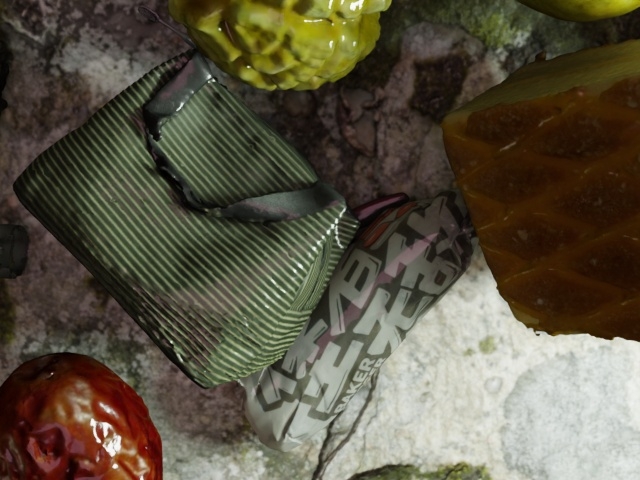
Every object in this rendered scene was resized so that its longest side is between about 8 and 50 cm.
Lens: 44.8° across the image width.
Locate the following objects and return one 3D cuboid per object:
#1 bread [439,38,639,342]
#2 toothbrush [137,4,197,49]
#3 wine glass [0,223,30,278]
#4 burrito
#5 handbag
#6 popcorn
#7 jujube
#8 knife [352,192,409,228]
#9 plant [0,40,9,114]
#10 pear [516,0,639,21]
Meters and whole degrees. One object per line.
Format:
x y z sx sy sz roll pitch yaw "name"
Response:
0.312 -0.057 0.821 0.207 0.279 0.279 -36 113 -39 "bread"
-0.149 -0.235 0.941 0.167 0.014 0.011 33 114 -7 "toothbrush"
-0.444 0.008 0.948 0.156 0.072 0.072 7 99 -2 "wine glass"
0.060 0.073 0.954 0.139 0.101 0.445 41 97 -10 "burrito"
-0.123 -0.033 0.855 0.341 0.247 0.240 45 95 6 "handbag"
-0.035 -0.290 0.802 0.224 0.270 0.257 2 77 13 "popcorn"
-0.285 0.270 0.938 0.197 0.197 0.290 -18 114 2 "jujube"
0.000 0.000 0.984 0.247 0.018 0.035 -26 102 6 "knife"
-0.503 -0.192 0.878 0.275 0.149 0.146 4 83 -5 "plant"
0.246 -0.384 0.789 0.304 0.304 0.303 0 99 -1 "pear"
